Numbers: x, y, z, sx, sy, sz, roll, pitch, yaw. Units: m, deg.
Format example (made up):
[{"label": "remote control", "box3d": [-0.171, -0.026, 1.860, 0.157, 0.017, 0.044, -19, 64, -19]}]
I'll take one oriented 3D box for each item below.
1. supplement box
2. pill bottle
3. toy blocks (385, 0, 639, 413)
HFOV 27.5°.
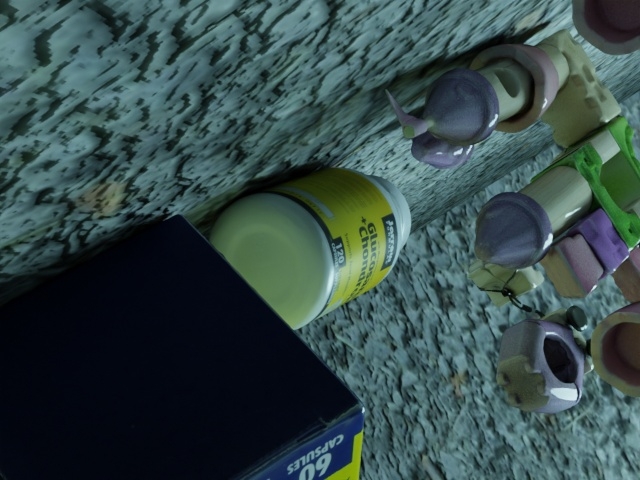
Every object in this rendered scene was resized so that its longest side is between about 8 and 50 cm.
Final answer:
[{"label": "supplement box", "box3d": [-0.110, 0.195, 0.886, 0.194, 0.195, 0.356, -30, 147, -25]}, {"label": "pill bottle", "box3d": [0.000, 0.000, 1.002, 0.103, 0.103, 0.184, -34, 175, 30]}, {"label": "toy blocks", "box3d": [0.172, -0.009, 0.955, 0.309, 0.288, 0.260, -32, 180, 39]}]
